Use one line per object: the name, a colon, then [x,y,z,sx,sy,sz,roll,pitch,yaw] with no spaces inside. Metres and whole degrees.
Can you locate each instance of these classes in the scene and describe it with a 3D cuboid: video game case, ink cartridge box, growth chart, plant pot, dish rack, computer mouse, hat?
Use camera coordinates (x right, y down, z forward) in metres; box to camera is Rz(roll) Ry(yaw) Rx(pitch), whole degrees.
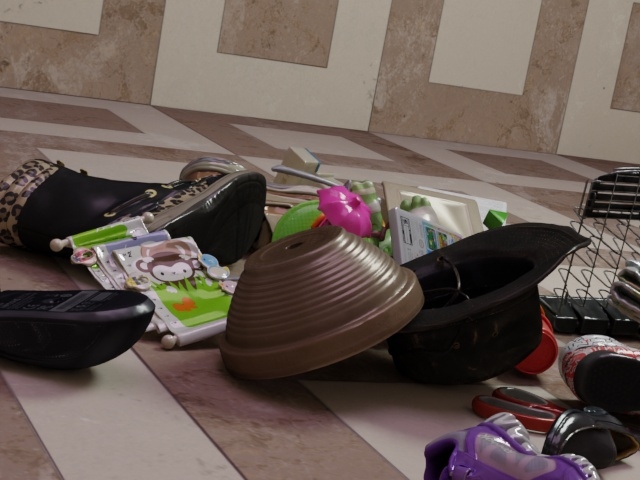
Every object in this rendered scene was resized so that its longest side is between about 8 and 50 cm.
video game case: [0.149,0.046,1.802,0.019,0.157,0.143,-27,-33,37]
ink cartridge box: [0.256,-0.021,2.551,0.181,0.056,0.225,11,30,4]
growth chart: [-0.190,0.045,1.637,0.237,0.021,0.172,39,43,27]
plant pot: [-0.013,0.055,1.511,0.237,0.110,0.237,-19,14,5]
dish rack: [0.435,0.016,1.949,0.208,0.272,0.074,3,26,-17]
computer mouse: [-0.302,0.095,1.437,0.272,0.072,0.188,1,10,18]
hat: [0.176,0.094,1.610,0.331,0.134,0.331,-19,10,3]

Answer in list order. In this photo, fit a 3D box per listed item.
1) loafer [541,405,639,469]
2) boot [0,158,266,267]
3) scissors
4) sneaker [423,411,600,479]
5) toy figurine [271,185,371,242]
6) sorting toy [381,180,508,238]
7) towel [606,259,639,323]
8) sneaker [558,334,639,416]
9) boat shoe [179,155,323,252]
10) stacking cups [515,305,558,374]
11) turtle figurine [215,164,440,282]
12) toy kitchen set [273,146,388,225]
loafer: [0.278,0.209,1.395,0.061,0.062,0.170,23,18,30]
boot: [-0.264,-0.042,1.915,0.284,0.138,0.377,14,24,21]
scissors: [0.317,0.215,1.509,0.297,0.021,0.109,15,10,18]
sneaker: [0.162,0.221,1.182,0.104,0.095,0.236,-1,10,-20]
toy figurine: [0.000,0.000,1.658,0.130,0.173,0.159,40,-20,5]
sorting toy: [0.193,-0.017,2.322,0.347,0.047,0.196,11,38,-17]
towel: [0.600,0.137,1.831,0.320,0.090,0.374,25,6,43]
sneaker: [0.415,0.174,1.601,0.270,0.090,0.145,13,5,-7]
boat shoe: [-0.074,-0.023,2.121,0.324,0.123,0.116,16,45,-7]
stacking cups: [0.266,0.101,1.833,0.096,0.096,0.316,9,14,-8]
turtle figurine: [0.029,-0.009,1.870,0.274,0.198,0.266,19,19,26]
toy kitchen set: [0.037,-0.061,2.428,0.166,0.122,0.207,-1,36,-44]
